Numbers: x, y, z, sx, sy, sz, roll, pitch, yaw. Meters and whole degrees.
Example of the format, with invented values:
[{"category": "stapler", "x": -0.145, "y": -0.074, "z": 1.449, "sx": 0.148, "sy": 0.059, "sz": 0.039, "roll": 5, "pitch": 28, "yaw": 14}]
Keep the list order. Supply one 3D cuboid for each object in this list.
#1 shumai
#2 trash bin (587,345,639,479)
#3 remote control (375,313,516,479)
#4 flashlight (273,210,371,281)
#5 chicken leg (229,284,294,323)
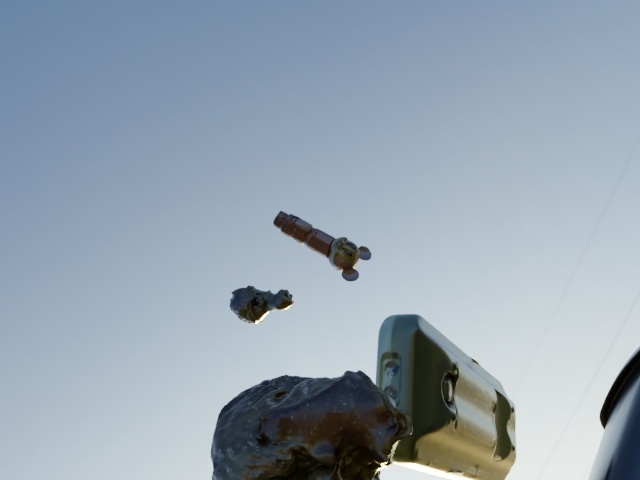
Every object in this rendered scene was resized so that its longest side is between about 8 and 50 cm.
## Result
[{"category": "shumai", "x": -0.009, "y": 0.133, "z": 0.449, "sx": 0.123, "sy": 0.139, "sz": 0.105, "roll": 21, "pitch": -90, "yaw": -7}, {"category": "trash bin", "x": 0.327, "y": 0.213, "z": 0.526, "sx": 0.290, "sy": 0.209, "sz": 0.182, "roll": -44, "pitch": -29, "yaw": -36}, {"category": "remote control", "x": 0.143, "y": 0.177, "z": 0.656, "sx": 0.065, "sy": 0.128, "sz": 0.335, "roll": -8, "pitch": -26, "yaw": 27}, {"category": "flashlight", "x": 0.000, "y": 0.000, "z": 0.678, "sx": 0.052, "sy": 0.110, "sz": 0.031, "roll": -54, "pitch": -11, "yaw": -37}, {"category": "chicken leg", "x": -0.129, "y": 0.142, "z": 1.432, "sx": 0.198, "sy": 0.085, "sz": 0.069, "roll": -11, "pitch": -30, "yaw": 43}]
